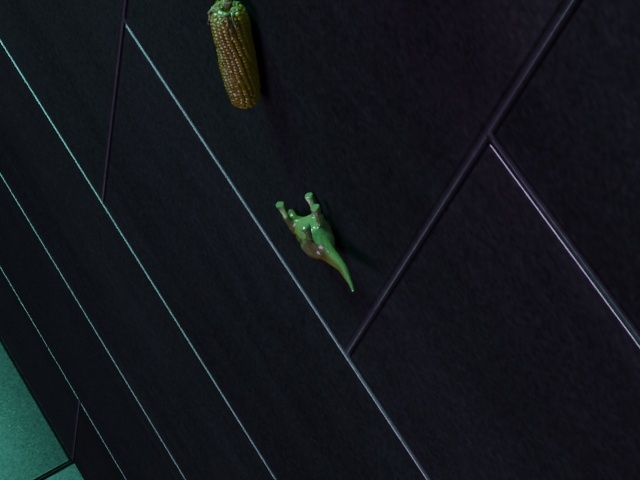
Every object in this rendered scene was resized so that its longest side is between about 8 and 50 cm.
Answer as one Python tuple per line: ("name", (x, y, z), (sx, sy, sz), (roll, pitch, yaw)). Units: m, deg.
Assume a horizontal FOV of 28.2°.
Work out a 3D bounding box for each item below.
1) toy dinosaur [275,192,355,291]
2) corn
("toy dinosaur", (-0.002, -0.003, 0.866), (0.113, 0.026, 0.041), (44, 159, 56))
("corn", (-0.057, -0.126, 0.848), (0.028, 0.027, 0.083), (18, 135, 31))
